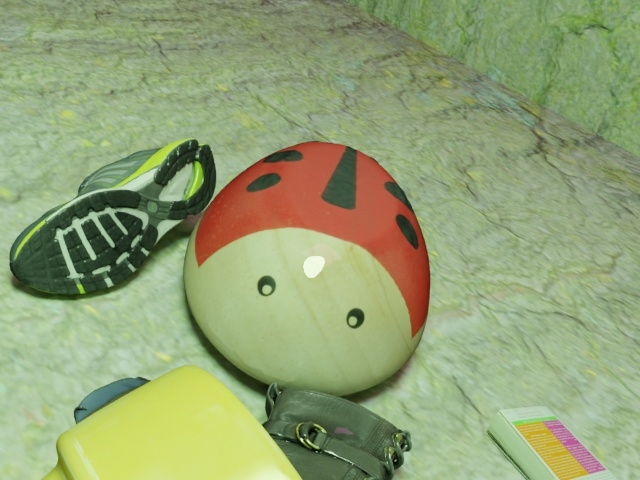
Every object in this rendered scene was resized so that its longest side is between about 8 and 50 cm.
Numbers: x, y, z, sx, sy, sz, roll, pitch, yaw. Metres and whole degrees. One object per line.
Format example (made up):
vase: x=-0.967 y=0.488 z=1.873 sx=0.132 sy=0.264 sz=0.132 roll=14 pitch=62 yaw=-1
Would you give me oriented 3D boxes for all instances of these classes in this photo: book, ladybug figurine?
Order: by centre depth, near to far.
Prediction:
book: x=0.261 y=0.240 z=0.811 sx=0.096 sy=0.035 sz=0.144 roll=1 pitch=34 yaw=-37
ladybug figurine: x=0.000 y=0.000 z=0.924 sx=0.305 sy=0.161 sz=0.449 roll=17 pitch=28 yaw=-6

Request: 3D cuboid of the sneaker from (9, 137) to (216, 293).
sneaker: x=-0.250 y=-0.029 z=0.896 sx=0.121 sy=0.111 sz=0.300 roll=-1 pitch=25 yaw=33

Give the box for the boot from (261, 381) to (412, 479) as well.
boot: x=0.030 y=0.224 z=0.628 sx=0.263 sy=0.091 sz=0.229 roll=26 pitch=29 yaw=15

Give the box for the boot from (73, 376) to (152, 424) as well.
boot: x=-0.173 y=0.183 z=0.613 sx=0.106 sy=0.082 sz=0.219 roll=10 pitch=25 yaw=30

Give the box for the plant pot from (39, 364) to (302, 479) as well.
plant pot: x=-0.110 y=0.228 z=0.371 sx=0.239 sy=0.253 sz=0.254 roll=-28 pitch=49 yaw=-22
